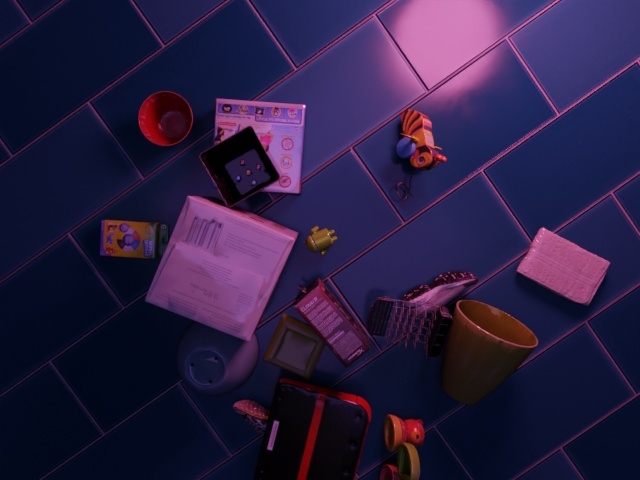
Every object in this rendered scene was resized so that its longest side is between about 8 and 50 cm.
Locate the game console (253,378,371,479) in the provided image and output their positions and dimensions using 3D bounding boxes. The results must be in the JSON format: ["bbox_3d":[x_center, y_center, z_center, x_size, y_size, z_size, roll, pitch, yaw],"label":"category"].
[{"bbox_3d":[-0.025,0.695,1.580,0.342,0.060,0.386,14,91,5],"label":"game console"}]

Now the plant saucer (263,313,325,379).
[{"bbox_3d":[-0.088,0.386,1.645,0.188,0.045,0.188,24,93,-1],"label":"plant saucer"}]

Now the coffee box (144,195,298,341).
[{"bbox_3d":[-0.293,0.072,1.488,0.338,0.334,0.338,23,94,-2],"label":"coffee box"}]

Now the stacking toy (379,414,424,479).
[{"bbox_3d":[0.307,0.778,1.556,0.130,0.279,0.308,5,91,-11],"label":"stacking toy"}]

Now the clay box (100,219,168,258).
[{"bbox_3d":[-0.655,-0.004,1.625,0.222,0.053,0.127,3,93,1],"label":"clay box"}]

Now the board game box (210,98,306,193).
[{"bbox_3d":[-0.211,-0.320,1.595,0.308,0.086,0.301,5,93,0],"label":"board game box"}]

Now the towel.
[{"bbox_3d":[0.860,0.095,1.634,0.282,0.049,0.187,28,91,0],"label":"towel"}]

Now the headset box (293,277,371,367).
[{"bbox_3d":[0.028,0.256,1.554,0.110,0.218,0.293,-40,93,1],"label":"headset box"}]

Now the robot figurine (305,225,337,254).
[{"bbox_3d":[0.000,0.000,1.618,0.115,0.067,0.101,-24,100,1],"label":"robot figurine"}]

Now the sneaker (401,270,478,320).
[{"bbox_3d":[0.425,0.190,1.620,0.272,0.100,0.108,-26,102,7],"label":"sneaker"}]

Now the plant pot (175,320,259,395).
[{"bbox_3d":[-0.368,0.407,1.572,0.290,0.195,0.290,0,93,0],"label":"plant pot"}]

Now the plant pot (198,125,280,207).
[{"bbox_3d":[-0.246,-0.227,1.472,0.187,0.167,0.188,-29,93,1],"label":"plant pot"}]

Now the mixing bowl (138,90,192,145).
[{"bbox_3d":[-0.518,-0.410,1.585,0.181,0.098,0.181,0,93,-1],"label":"mixing bowl"}]

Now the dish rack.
[{"bbox_3d":[0.295,0.293,1.582,0.272,0.074,0.208,9,124,2],"label":"dish rack"}]

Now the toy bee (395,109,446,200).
[{"bbox_3d":[0.353,-0.301,1.560,0.195,0.162,0.298,-22,104,-43],"label":"toy bee"}]

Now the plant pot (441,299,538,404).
[{"bbox_3d":[0.529,0.396,1.558,0.275,0.275,0.293,21,108,-1],"label":"plant pot"}]

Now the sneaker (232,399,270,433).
[{"bbox_3d":[-0.217,0.639,1.640,0.215,0.084,0.083,25,97,-2],"label":"sneaker"}]
